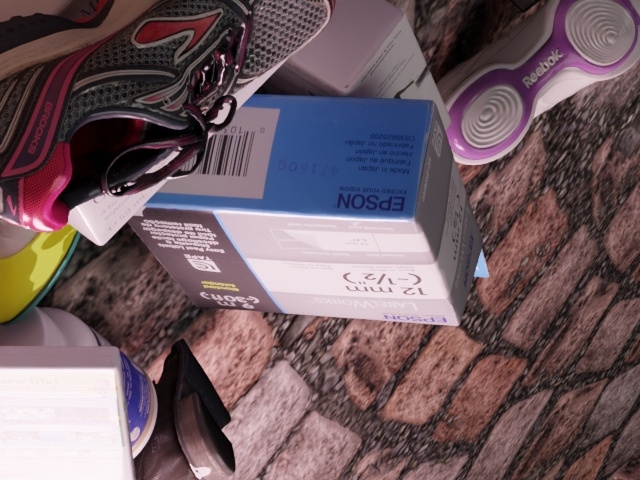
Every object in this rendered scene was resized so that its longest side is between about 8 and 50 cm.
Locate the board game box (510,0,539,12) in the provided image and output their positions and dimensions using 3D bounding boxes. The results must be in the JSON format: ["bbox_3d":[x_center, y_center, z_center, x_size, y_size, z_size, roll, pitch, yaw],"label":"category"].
[{"bbox_3d":[0.303,-0.349,1.505,0.213,0.046,0.317,-47,-175,-13],"label":"board game box"}]

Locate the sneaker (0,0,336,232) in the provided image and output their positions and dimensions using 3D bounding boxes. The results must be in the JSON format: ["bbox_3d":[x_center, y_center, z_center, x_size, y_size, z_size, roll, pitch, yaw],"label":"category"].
[{"bbox_3d":[-0.097,-0.089,0.919,0.299,0.112,0.120,-34,146,-36],"label":"sneaker"}]

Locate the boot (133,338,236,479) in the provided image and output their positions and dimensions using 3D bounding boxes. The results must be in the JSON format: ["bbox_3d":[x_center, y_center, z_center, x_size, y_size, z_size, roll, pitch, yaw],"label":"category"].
[{"bbox_3d":[-0.199,0.202,1.422,0.229,0.091,0.263,-29,-164,2],"label":"boot"}]

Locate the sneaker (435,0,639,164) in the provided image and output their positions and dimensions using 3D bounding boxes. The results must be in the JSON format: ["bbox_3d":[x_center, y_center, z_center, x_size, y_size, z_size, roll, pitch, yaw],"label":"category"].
[{"bbox_3d":[0.216,-0.191,1.636,0.305,0.152,0.114,-34,106,-17],"label":"sneaker"}]

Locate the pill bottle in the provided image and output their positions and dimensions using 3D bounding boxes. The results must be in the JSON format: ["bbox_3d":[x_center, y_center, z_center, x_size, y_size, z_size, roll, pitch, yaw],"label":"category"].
[{"bbox_3d":[-0.221,0.118,1.275,0.112,0.112,0.186,-51,150,-7],"label":"pill bottle"}]

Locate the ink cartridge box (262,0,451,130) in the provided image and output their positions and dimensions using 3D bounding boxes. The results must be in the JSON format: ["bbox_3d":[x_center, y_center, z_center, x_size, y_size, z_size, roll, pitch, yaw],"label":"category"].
[{"bbox_3d":[0.015,-0.147,1.317,0.086,0.148,0.203,-53,156,-8],"label":"ink cartridge box"}]

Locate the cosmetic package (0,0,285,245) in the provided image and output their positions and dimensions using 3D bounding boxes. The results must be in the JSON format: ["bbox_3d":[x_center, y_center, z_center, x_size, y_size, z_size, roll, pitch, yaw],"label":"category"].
[{"bbox_3d":[-0.146,-0.157,1.041,0.224,0.138,0.224,-47,152,-15],"label":"cosmetic package"}]

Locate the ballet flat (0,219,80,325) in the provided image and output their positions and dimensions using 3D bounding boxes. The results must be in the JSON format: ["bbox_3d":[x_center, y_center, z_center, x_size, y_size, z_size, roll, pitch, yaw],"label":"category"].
[{"bbox_3d":[-0.203,-0.045,1.172,0.231,0.077,0.077,-53,134,-8],"label":"ballet flat"}]

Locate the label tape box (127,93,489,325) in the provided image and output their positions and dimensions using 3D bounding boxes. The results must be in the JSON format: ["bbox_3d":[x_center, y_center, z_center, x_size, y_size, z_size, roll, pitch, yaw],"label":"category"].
[{"bbox_3d":[0.000,0.000,1.339,0.347,0.249,0.115,63,34,-61],"label":"label tape box"}]

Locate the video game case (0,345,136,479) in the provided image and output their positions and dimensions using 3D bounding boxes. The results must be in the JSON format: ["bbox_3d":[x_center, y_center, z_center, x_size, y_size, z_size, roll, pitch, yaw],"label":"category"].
[{"bbox_3d":[-0.254,0.143,1.187,0.193,0.213,0.023,92,-2,-51],"label":"video game case"}]
